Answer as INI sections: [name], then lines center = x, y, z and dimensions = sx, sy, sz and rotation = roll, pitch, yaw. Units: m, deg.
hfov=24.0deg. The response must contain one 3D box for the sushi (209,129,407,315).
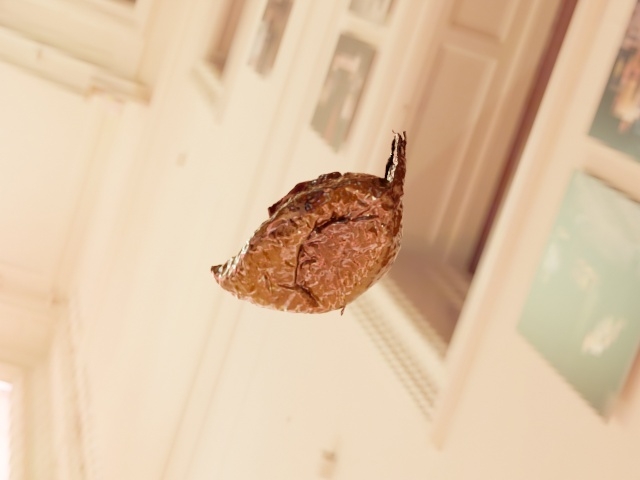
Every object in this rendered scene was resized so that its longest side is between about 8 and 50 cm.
[sushi]
center = 0.000, 0.000, 0.582
dimensions = 0.050, 0.099, 0.047
rotation = 56, -159, -19
